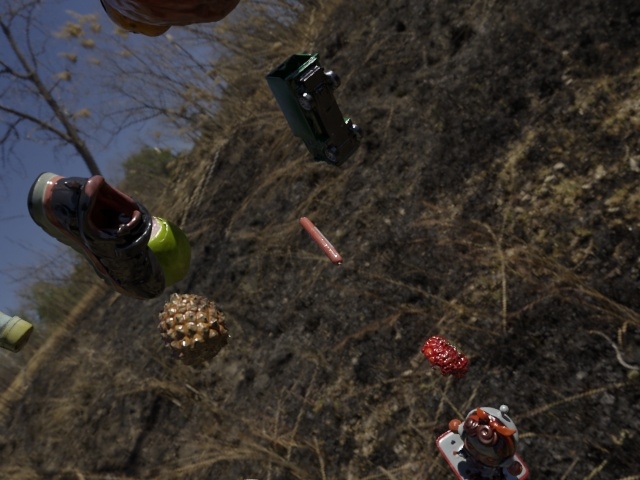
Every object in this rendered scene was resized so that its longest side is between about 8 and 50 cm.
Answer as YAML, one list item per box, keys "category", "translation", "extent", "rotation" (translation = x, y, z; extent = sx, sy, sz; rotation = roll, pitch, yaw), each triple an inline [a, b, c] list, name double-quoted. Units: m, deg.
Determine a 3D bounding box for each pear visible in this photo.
- category: "pear"
  translation: [-0.451, 0.046, 1.502]
  extent: [0.219, 0.188, 0.187]
  rotation: [84, -155, -44]

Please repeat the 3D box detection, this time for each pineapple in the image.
- category: "pineapple"
  translation: [-0.312, 0.198, 1.291]
  extent: [0.166, 0.193, 0.166]
  rotation: [-29, -27, -17]

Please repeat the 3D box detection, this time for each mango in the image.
- category: "mango"
  translation: [-0.468, -0.651, 1.351]
  extent: [0.191, 0.160, 0.290]
  rotation: [-32, -30, -27]

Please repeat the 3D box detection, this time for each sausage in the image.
- category: "sausage"
  translation: [0.000, 0.000, 1.457]
  extent: [0.029, 0.029, 0.223]
  rotation: [-49, 48, 10]

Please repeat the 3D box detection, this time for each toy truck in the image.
- category: "toy truck"
  translation: [-0.004, -0.175, 0.738]
  extent: [0.065, 0.147, 0.079]
  rotation: [-46, 39, -20]

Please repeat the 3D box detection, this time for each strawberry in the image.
- category: "strawberry"
  translation: [0.349, 0.323, 1.486]
  extent: [0.086, 0.145, 0.145]
  rotation: [-46, 12, 5]

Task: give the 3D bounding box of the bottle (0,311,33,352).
- category: "bottle"
  translation: [-0.476, 0.061, 0.634]
  extent: [0.083, 0.270, 0.083]
  rotation: [-59, 9, 16]

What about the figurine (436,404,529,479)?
- category: "figurine"
  translation: [0.386, 0.459, 1.228]
  extent: [0.160, 0.183, 0.226]
  rotation: [-25, -37, -16]

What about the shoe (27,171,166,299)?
- category: "shoe"
  translation: [-0.332, -0.011, 0.891]
  extent: [0.137, 0.291, 0.114]
  rotation: [-9, 49, 21]

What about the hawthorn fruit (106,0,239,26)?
- category: "hawthorn fruit"
  translation: [-0.188, -0.386, 0.650]
  extent: [0.258, 0.258, 0.262]
  rotation: [-50, 36, 4]
